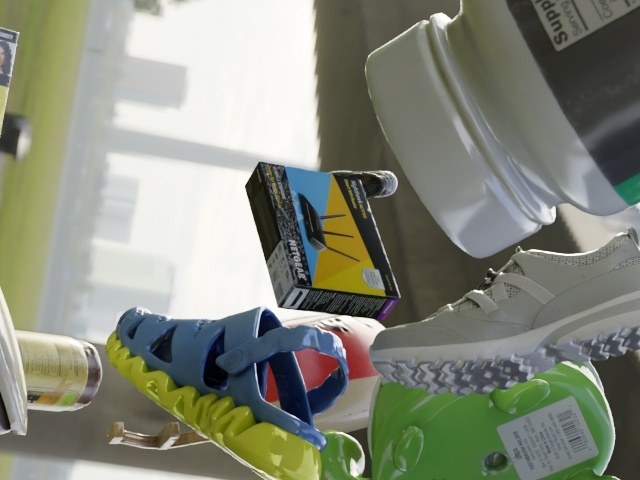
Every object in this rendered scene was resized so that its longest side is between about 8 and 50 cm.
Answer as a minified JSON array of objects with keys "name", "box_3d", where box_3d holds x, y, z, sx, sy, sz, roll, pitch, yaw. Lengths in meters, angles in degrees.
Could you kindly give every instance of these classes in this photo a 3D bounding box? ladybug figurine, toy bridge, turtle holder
[{"name":"ladybug figurine","box_3d":[-0.025,0.193,2.132,0.449,0.305,0.162,-6,90,-67]},{"name":"toy bridge","box_3d":[-0.227,0.291,2.190,0.063,0.188,0.026,-46,-133,53]},{"name":"turtle holder","box_3d":[0.156,0.211,1.597,0.320,0.243,0.227,-51,-157,22]}]

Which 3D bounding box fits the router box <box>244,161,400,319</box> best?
[{"name":"router box","box_3d":[0.000,0.000,1.605,0.046,0.133,0.179,-56,-142,38]}]

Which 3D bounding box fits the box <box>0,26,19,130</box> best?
[{"name":"box","box_3d":[-0.393,-0.122,1.588,0.087,0.058,0.232,10,92,-61]}]

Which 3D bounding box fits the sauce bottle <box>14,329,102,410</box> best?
[{"name":"sauce bottle","box_3d":[-0.453,0.172,2.011,0.111,0.344,0.111,-8,-103,36]}]

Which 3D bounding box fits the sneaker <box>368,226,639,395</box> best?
[{"name":"sneaker","box_3d":[0.180,0.066,1.362,0.105,0.281,0.115,73,5,-65]}]

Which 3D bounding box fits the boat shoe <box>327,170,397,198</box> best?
[{"name":"boat shoe","box_3d":[0.040,-0.077,2.090,0.040,0.142,0.049,-9,92,-59]}]

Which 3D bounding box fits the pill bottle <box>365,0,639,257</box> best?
[{"name":"pill bottle","box_3d":[0.226,-0.144,1.011,0.361,0.204,0.204,-29,-147,18]}]

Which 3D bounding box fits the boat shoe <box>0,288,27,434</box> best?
[{"name":"boat shoe","box_3d":[-0.331,0.038,1.262,0.116,0.096,0.324,-117,-167,-58]}]

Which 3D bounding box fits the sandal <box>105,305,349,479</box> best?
[{"name":"sandal","box_3d":[-0.079,0.119,1.356,0.317,0.126,0.138,23,-103,46]}]
